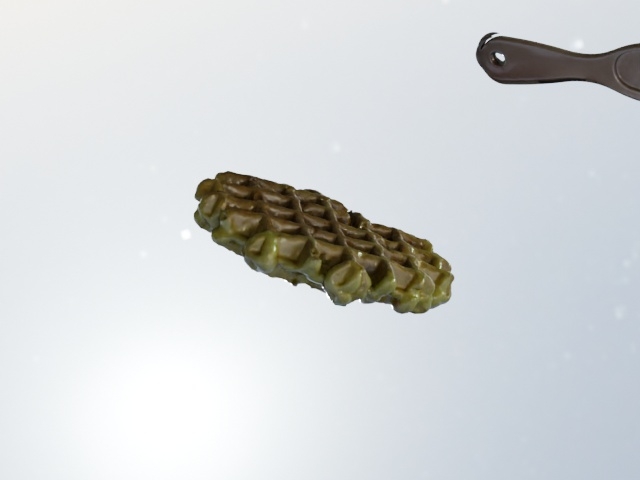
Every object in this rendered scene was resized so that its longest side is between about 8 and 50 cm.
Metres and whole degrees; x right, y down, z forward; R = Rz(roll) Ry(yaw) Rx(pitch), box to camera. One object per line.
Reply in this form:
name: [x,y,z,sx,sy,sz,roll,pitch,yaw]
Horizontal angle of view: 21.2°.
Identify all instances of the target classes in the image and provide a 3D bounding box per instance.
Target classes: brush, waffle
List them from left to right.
waffle: [0.000,-0.001,1.667,0.249,0.056,0.253,3,-157,-47]
brush: [0.303,-0.178,1.718,0.313,0.072,0.067,8,-148,32]
